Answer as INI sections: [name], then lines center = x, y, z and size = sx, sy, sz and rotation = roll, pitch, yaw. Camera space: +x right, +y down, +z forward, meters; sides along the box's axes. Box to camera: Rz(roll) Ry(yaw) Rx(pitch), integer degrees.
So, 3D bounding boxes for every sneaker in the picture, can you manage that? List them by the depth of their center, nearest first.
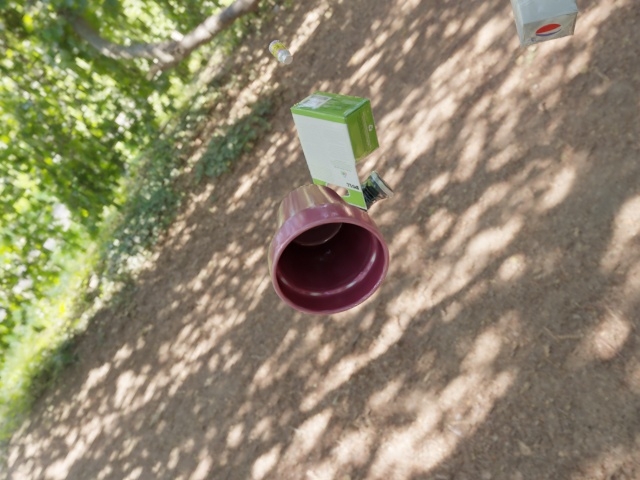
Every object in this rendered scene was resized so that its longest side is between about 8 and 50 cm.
[sneaker]
center = 0.108, -0.103, 1.877
size = 0.163, 0.086, 0.226
rotation = -41, 1, 0

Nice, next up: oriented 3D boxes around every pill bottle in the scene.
[pill bottle]
center = -0.117, -0.564, 2.138
size = 0.043, 0.043, 0.083
rotation = -49, 55, 14

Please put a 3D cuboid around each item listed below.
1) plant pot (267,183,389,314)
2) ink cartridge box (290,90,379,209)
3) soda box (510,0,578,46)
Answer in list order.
[plant pot]
center = 0.000, 0.000, 1.243
size = 0.201, 0.201, 0.180
rotation = -48, 31, 17
[ink cartridge box]
center = 0.050, -0.223, 1.751
size = 0.188, 0.255, 0.097
rotation = 20, 49, 42
[soda box]
center = 0.377, -0.500, 1.268
size = 0.098, 0.091, 0.286
rotation = -10, 77, 11
